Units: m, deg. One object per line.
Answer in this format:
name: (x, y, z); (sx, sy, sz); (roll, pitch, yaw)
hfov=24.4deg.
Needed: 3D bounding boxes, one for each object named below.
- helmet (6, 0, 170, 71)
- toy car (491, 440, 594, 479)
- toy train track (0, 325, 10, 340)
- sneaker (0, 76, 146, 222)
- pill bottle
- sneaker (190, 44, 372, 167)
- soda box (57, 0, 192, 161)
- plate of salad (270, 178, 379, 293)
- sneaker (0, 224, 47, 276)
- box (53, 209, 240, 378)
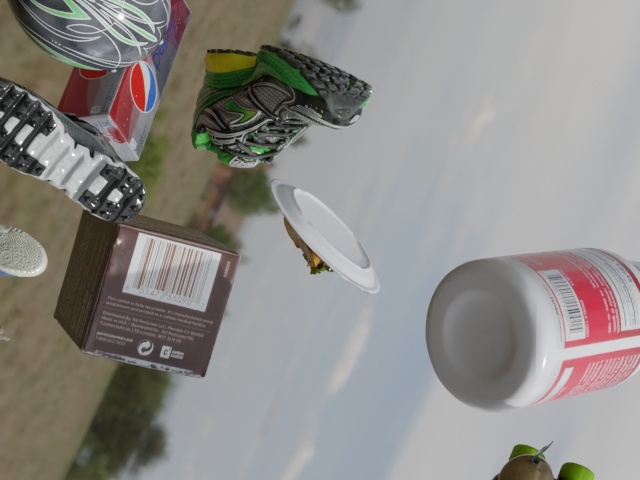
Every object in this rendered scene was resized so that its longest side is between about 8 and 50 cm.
helmet: (-0.242, -0.257, 1.546); (0.169, 0.161, 0.169); (-28, 138, -28)
toy car: (0.306, 0.352, 2.070); (0.188, 0.149, 0.155); (81, 31, -61)
toy train track: (-0.400, 0.112, 1.757); (0.083, 0.048, 0.014); (-24, -121, 46)
sneaker: (-0.295, -0.108, 1.604); (0.078, 0.234, 0.106); (-49, -148, 7)
pill bottle: (0.371, 0.129, 2.287); (0.408, 0.229, 0.229); (-4, 129, -46)
sneaker: (-0.052, -0.153, 1.817); (0.343, 0.134, 0.146); (8, -97, 63)
soda box: (-0.247, -0.225, 1.871); (0.092, 0.083, 0.263); (61, 34, -46)
plate of salad: (0.000, 0.000, 1.912); (0.048, 0.200, 0.200); (-44, -172, 14)
sneaker: (-0.400, 0.018, 1.799); (0.084, 0.152, 0.058); (94, 10, -68)
box: (-0.226, 0.061, 1.893); (0.203, 0.168, 0.167); (24, -81, 68)
